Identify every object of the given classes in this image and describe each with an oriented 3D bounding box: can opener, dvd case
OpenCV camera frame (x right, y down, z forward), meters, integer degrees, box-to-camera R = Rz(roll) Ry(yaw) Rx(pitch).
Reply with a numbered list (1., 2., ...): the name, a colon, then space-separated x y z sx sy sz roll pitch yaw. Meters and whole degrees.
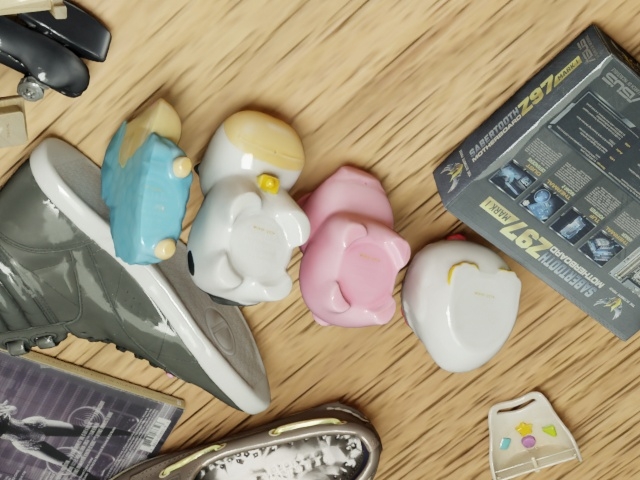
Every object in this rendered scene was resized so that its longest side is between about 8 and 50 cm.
1. can opener: -0.249 -0.158 1.163 0.186 0.073 0.059 22 157 -18
2. dvd case: -0.255 0.169 1.401 0.221 0.018 0.164 20 120 -21

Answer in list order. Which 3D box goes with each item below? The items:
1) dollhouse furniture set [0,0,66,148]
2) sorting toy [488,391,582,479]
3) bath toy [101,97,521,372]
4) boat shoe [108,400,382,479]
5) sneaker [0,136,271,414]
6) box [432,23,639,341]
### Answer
1. dollhouse furniture set: -0.207 -0.145 1.115 0.182 0.101 0.161 -9 116 -19
2. sorting toy: 0.188 0.175 1.453 0.083 0.045 0.075 -18 117 5
3. bath toy: 0.000 0.000 1.257 0.348 0.129 0.151 21 82 -26
4. boat shoe: -0.097 0.233 1.376 0.324 0.097 0.116 -22 87 -4
5. sneaker: -0.174 0.060 1.291 0.147 0.104 0.296 -35 116 18
6. box: 0.236 -0.041 1.297 0.233 0.059 0.183 34 114 -27
